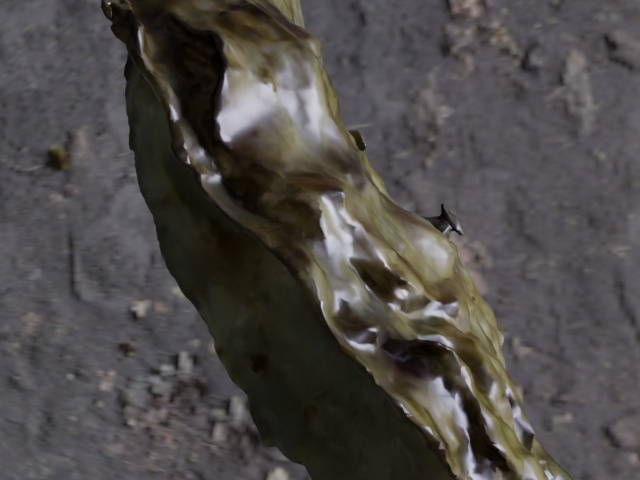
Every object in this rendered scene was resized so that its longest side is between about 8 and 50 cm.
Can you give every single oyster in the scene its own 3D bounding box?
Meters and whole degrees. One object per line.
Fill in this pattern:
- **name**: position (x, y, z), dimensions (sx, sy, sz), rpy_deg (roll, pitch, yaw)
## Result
- **oyster**: position (-0.009, -0.023, 0.679), dimensions (0.111, 0.204, 0.396), rpy_deg (-24, 58, -6)
